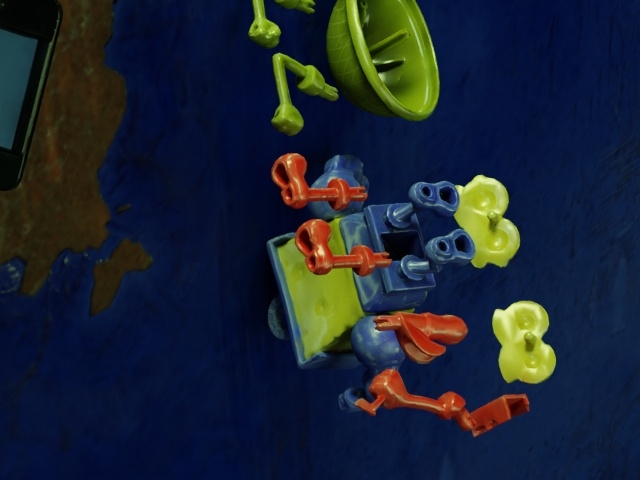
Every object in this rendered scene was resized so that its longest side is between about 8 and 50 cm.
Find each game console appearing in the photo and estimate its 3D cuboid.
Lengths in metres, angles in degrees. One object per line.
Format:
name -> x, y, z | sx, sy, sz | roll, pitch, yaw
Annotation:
game console -> -0.222, -0.096, 1.141 | 0.071, 0.107, 0.122 | -43, 150, -77

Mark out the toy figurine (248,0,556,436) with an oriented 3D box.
toy figurine -> 0.000, 0.000, 1.446 | 0.191, 0.217, 0.362 | -4, 69, -37
